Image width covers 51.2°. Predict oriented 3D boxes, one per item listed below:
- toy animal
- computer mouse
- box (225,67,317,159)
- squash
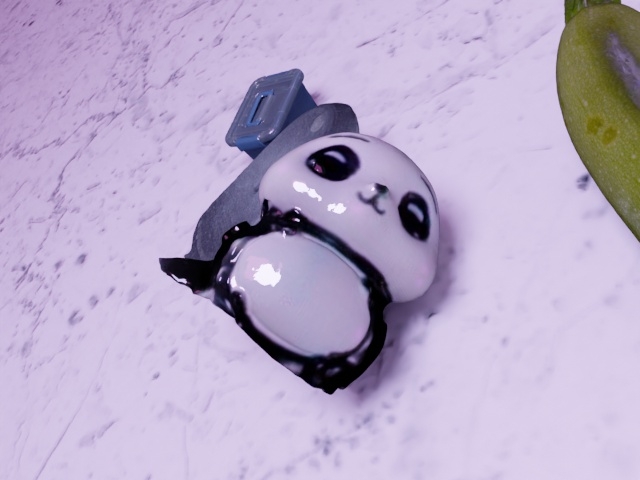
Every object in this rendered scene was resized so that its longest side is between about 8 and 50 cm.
[{"bbox_3d":[0.000,0.000,0.490,0.179,0.166,0.138,-51,5,-8],"label":"toy animal"},{"bbox_3d":[-0.039,-0.027,0.613,0.229,0.068,0.113,-44,32,14],"label":"computer mouse"},{"bbox_3d":[-0.048,-0.127,0.713,0.074,0.054,0.099,-1,56,36],"label":"box"},{"bbox_3d":[0.212,-0.077,0.438,0.094,0.094,0.341,-27,46,19],"label":"squash"}]
